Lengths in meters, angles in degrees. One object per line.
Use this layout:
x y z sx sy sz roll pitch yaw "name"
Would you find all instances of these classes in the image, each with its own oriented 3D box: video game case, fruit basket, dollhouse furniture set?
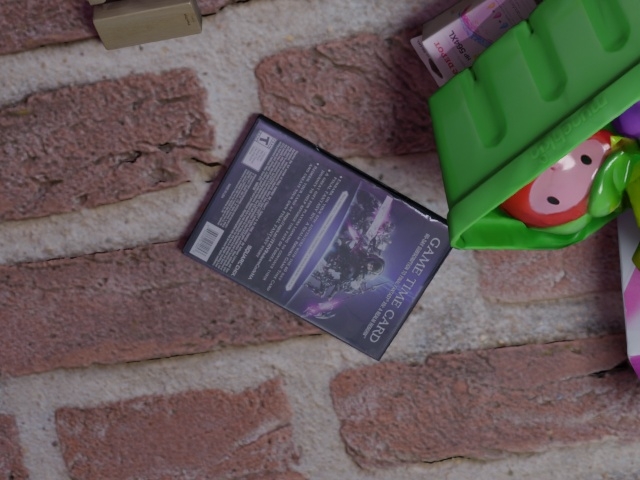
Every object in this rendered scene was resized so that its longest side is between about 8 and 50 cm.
0.000 0.000 1.743 0.274 0.026 0.196 29 110 -7 "video game case"
0.335 -0.069 1.464 0.392 0.283 0.392 -1 89 41 "fruit basket"
-0.194 -0.319 1.644 0.144 0.123 0.151 -9 144 9 "dollhouse furniture set"

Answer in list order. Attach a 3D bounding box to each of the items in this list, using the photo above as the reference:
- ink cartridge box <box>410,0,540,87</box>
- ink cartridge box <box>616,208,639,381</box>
0.179 -0.218 1.612 0.143 0.090 0.092 -32 104 15 "ink cartridge box"
0.486 0.041 1.569 0.324 0.071 0.330 -8 74 22 "ink cartridge box"
